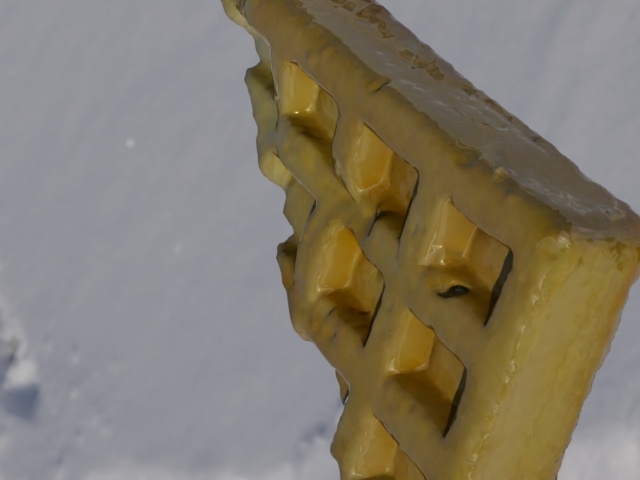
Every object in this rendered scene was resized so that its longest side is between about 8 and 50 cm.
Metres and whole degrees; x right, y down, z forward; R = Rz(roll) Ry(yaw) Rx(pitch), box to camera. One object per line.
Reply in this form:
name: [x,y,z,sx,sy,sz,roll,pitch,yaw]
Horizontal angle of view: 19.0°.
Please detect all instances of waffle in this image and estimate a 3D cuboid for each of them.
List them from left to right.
waffle: [0.000,0.000,0.470,0.191,0.032,0.125,46,129,48]
